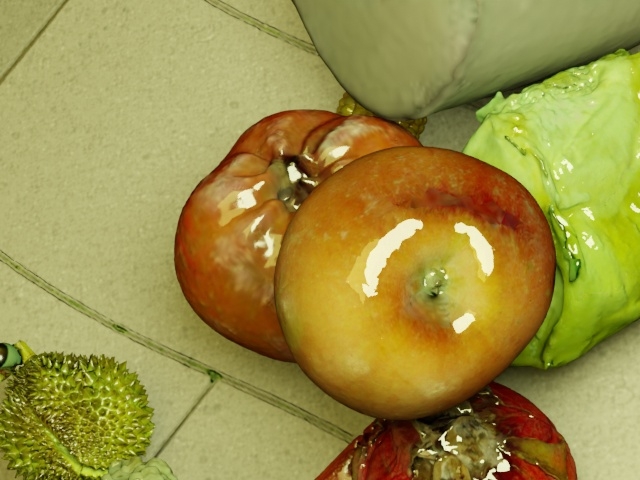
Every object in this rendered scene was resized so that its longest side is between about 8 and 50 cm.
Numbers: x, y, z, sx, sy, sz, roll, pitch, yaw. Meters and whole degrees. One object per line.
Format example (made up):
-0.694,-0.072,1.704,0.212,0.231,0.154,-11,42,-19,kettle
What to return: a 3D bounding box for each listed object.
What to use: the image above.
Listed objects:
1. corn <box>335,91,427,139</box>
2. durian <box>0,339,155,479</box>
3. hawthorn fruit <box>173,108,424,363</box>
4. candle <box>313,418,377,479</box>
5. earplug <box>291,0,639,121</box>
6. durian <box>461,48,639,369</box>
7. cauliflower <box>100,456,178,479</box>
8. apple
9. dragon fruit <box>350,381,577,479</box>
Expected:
0.101,-0.220,1.720,0.102,0.102,0.313,16,78,24,corn
-0.270,0.197,1.683,0.198,0.146,0.159,8,87,32,durian
0.000,0.000,1.580,0.284,0.284,0.284,-7,69,18,hawthorn fruit
0.009,0.280,1.594,0.302,0.059,0.084,-41,69,3,candle
0.200,-0.312,1.568,0.394,0.312,0.312,-17,58,-31,earplug
0.263,-0.038,1.519,0.340,0.255,0.204,-28,28,-19,durian
-0.223,0.343,1.545,0.281,0.260,0.327,32,113,23,cauliflower
0.084,0.037,1.356,0.253,0.253,0.253,-7,69,18,apple
0.132,0.203,1.460,0.218,0.148,0.223,15,55,20,dragon fruit
